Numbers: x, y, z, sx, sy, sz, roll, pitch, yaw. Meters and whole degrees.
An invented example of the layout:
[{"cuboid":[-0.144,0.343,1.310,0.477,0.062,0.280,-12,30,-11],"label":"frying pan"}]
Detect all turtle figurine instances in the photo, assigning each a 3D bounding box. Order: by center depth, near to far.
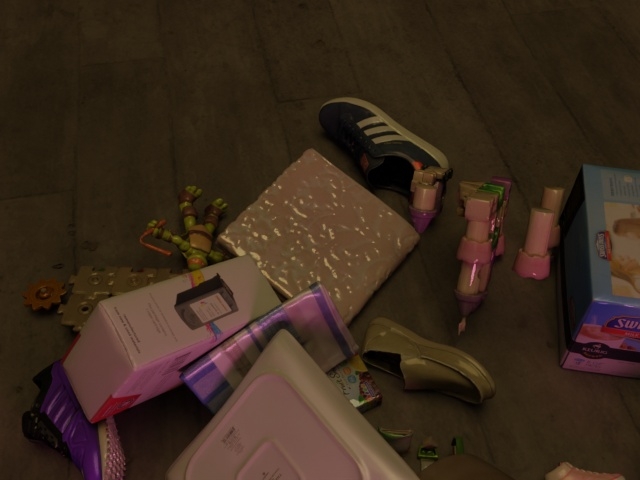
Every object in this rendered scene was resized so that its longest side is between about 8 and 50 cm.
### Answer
[{"cuboid":[-0.242,-0.002,1.542,0.269,0.087,0.217,17,42,-19],"label":"turtle figurine"}]

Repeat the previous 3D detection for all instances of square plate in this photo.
[{"cuboid":[-0.069,0.371,1.132,0.344,0.049,0.347,44,102,30],"label":"square plate"}]

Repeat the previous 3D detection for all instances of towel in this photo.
[{"cuboid":[-0.077,0.209,1.267,0.285,0.209,0.034,-33,44,-9],"label":"towel"},{"cuboid":[0.000,0.000,1.523,0.317,0.053,0.332,39,58,8],"label":"towel"}]

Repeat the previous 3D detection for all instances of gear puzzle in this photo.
[{"cuboid":[-0.423,0.125,1.465,0.339,0.044,0.175,2,43,-1],"label":"gear puzzle"}]

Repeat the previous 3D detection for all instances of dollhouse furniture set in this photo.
[{"cuboid":[0.167,0.365,1.256,0.151,0.076,0.058,4,50,1],"label":"dollhouse furniture set"}]

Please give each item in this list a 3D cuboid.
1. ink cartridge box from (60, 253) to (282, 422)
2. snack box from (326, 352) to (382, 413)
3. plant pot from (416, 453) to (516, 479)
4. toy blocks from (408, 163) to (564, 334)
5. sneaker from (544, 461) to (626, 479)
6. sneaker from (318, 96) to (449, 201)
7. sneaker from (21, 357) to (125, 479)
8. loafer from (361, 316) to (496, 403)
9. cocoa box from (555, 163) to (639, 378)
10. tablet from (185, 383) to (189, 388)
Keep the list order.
[{"cuboid":[-0.249,0.162,1.249,0.306,0.226,0.131,-20,70,-45],"label":"ink cartridge box"},{"cuboid":[0.038,0.257,1.366,0.100,0.037,0.141,-22,54,-15],"label":"snack box"},{"cuboid":[0.243,0.469,1.050,0.323,0.323,0.280,-23,39,-19],"label":"plant pot"},{"cuboid":[0.308,0.016,1.471,0.309,0.260,0.288,13,19,20],"label":"toy blocks"},{"cuboid":[0.443,0.400,1.246,0.134,0.051,0.070,-15,57,-8],"label":"sneaker"},{"cuboid":[0.116,-0.207,1.689,0.350,0.131,0.148,31,52,22],"label":"sneaker"},{"cuboid":[-0.432,0.329,1.269,0.146,0.102,0.293,-19,49,-11],"label":"sneaker"},{"cuboid":[0.189,0.237,1.353,0.268,0.102,0.092,22,54,28],"label":"loafer"},{"cuboid":[0.593,0.057,1.417,0.231,0.228,0.347,8,51,6],"label":"cocoa box"},{"cuboid":[-0.234,0.253,1.386,0.083,0.006,0.054,36,58,25],"label":"tablet"}]
